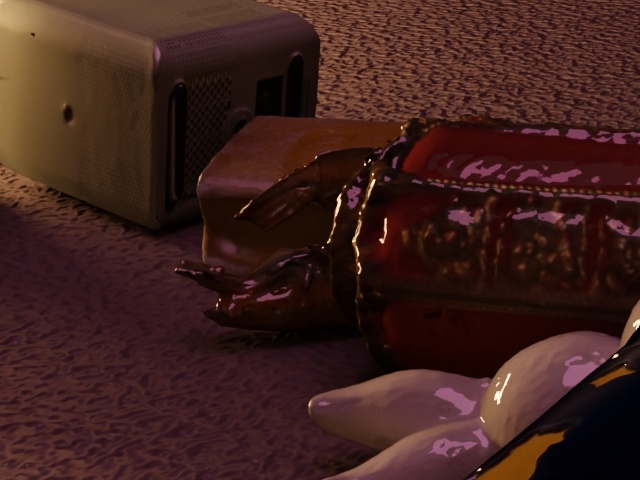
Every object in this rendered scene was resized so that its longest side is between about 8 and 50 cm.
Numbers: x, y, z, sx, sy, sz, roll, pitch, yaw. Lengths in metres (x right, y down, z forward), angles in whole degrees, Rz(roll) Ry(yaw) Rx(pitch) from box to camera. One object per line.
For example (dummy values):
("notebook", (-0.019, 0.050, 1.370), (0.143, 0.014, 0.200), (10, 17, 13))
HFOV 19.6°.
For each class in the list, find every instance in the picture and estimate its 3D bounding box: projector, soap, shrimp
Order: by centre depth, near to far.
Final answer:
("shrimp", (-0.001, -0.001, 1.187), (0.187, 0.132, 0.051), (-17, 27, -15))
("soap", (0.066, -0.025, 1.316), (0.274, 0.089, 0.173), (4, 22, 13))
("projector", (-0.142, -0.121, 1.475), (0.242, 0.163, 0.177), (20, 27, 39))

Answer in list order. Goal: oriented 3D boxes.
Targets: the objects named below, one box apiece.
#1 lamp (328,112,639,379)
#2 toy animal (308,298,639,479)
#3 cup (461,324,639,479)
("lamp", (0.145, 0.015, 1.083), (0.273, 0.177, 0.177), (6, 21, 17))
("toy animal", (0.110, 0.106, 0.980), (0.220, 0.131, 0.104), (-19, 47, 24))
("cup", (0.114, 0.165, 0.756), (0.178, 0.255, 0.256), (48, 40, 13))
